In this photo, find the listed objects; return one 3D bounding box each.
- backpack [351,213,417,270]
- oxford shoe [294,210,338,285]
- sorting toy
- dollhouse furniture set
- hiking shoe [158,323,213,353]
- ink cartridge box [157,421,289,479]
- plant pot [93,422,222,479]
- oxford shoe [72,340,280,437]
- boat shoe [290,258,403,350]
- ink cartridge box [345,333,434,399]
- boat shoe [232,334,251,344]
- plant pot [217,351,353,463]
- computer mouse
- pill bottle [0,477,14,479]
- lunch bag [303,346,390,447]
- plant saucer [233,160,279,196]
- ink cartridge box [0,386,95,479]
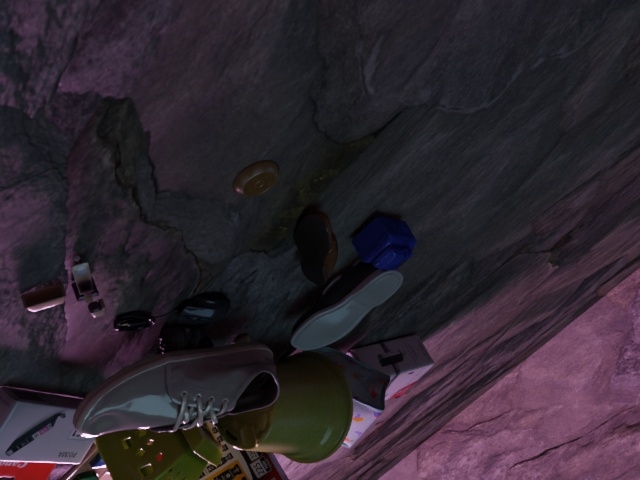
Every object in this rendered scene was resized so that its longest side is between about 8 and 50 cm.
[{"bbox_3d":[0.141,0.011,1.587,0.098,0.101,0.120,-39,157,30],"label":"backpack"},{"bbox_3d":[0.000,0.000,1.479,0.076,0.076,0.212,-52,161,-28],"label":"oxford shoe"},{"bbox_3d":[-0.560,0.601,1.893,0.307,0.041,0.229,-46,148,10],"label":"sorting toy"},{"bbox_3d":[-0.403,0.077,1.176,0.114,0.091,0.081,-17,135,-20],"label":"dollhouse furniture set"},{"bbox_3d":[-0.275,0.249,1.582,0.114,0.086,0.226,-13,148,-25],"label":"hiking shoe"},{"bbox_3d":[-0.248,0.606,1.945,0.272,0.309,0.130,-32,174,-5],"label":"ink cartridge box"},{"bbox_3d":[-0.357,0.449,1.703,0.207,0.227,0.228,-33,154,-9],"label":"plant pot"},{"bbox_3d":[-0.256,0.304,1.491,0.450,0.130,0.169,-6,135,-41],"label":"oxford shoe"},{"bbox_3d":[0.051,0.135,1.715,0.303,0.091,0.114,-35,134,13],"label":"boat shoe"},{"bbox_3d":[0.170,0.395,2.260,0.273,0.114,0.197,-6,145,-38],"label":"ink cartridge box"},{"bbox_3d":[-0.166,0.267,1.768,0.056,0.048,0.153,-25,153,-12],"label":"boat shoe"},{"bbox_3d":[-0.104,0.399,1.808,0.276,0.276,0.254,-42,151,21],"label":"plant pot"},{"bbox_3d":[-0.277,0.147,1.457,0.242,0.041,0.071,-10,148,-34],"label":"computer mouse"},{"bbox_3d":[-0.735,0.513,1.527,0.123,0.122,0.219,-43,151,22],"label":"pill bottle"},{"bbox_3d":[0.021,0.414,2.042,0.262,0.160,0.223,25,132,-9],"label":"lunch bag"},{"bbox_3d":[-0.102,-0.096,1.244,0.084,0.015,0.083,-24,153,-13],"label":"plant saucer"},{"bbox_3d":[-0.575,0.416,1.494,0.238,0.060,0.275,-59,152,-3],"label":"ink cartridge box"}]
